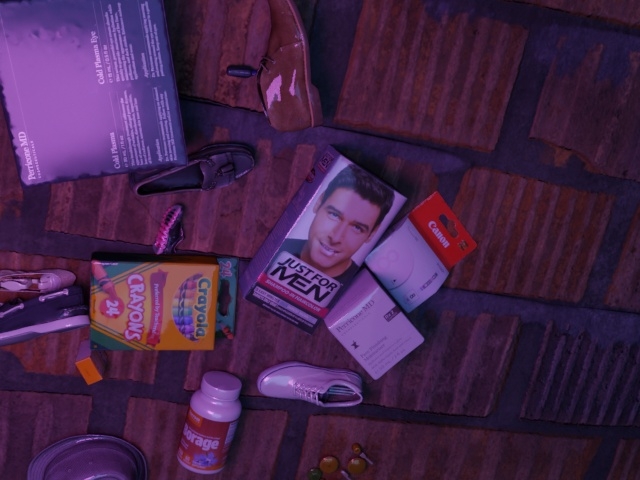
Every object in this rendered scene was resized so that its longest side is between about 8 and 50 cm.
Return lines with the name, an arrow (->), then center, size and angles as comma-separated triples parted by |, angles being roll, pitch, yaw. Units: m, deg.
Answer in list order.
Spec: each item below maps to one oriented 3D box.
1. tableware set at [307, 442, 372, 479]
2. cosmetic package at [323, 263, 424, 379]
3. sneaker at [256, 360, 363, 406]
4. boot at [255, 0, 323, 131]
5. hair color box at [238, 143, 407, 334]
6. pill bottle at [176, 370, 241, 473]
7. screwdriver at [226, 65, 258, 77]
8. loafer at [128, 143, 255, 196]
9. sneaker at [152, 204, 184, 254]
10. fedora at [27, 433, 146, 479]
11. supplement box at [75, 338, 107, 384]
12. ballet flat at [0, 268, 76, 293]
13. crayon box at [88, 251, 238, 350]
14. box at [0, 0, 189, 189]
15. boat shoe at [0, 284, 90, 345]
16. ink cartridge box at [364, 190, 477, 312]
tableware set -> 0.047, 0.575, 1.977 | 0.154, 0.024, 0.104 | -41, 109, 5
cosmetic package -> 0.110, 0.184, 1.781 | 0.151, 0.151, 0.183 | -41, 112, 2
sneaker -> -0.019, 0.344, 1.842 | 0.258, 0.091, 0.094 | 2, 109, -13
boot -> -0.080, -0.365, 1.566 | 0.115, 0.112, 0.305 | -14, 109, -7
hair color box -> 0.000, 0.000, 1.714 | 0.185, 0.113, 0.374 | 31, 99, -20
pill bottle -> -0.252, 0.418, 1.802 | 0.121, 0.121, 0.216 | 12, 106, -16
screwdriver -> -0.112, -0.349, 1.620 | 0.170, 0.024, 0.025 | -3, 81, -18
loafer -> -0.263, -0.133, 1.621 | 0.268, 0.084, 0.096 | -12, 121, -7
sneaker -> -0.316, -0.021, 1.681 | 0.057, 0.047, 0.119 | 16, 108, -37
fedora -> -0.538, 0.575, 1.793 | 0.276, 0.124, 0.243 | -13, 111, -8
supplement box -> -0.500, 0.261, 1.704 | 0.036, 0.098, 0.062 | -23, 113, 0
ballet flat -> -0.605, 0.092, 1.646 | 0.168, 0.052, 0.057 | -1, 108, -12
crayon box -> -0.337, 0.133, 1.696 | 0.319, 0.081, 0.202 | 1, 104, -14
box -> -0.434, -0.301, 1.478 | 0.313, 0.179, 0.343 | -9, 110, -11
boat shoe -> -0.628, 0.164, 1.639 | 0.303, 0.114, 0.091 | -12, 80, 6
ink cartridge box -> 0.234, 0.029, 1.808 | 0.232, 0.066, 0.189 | -37, 112, 7
